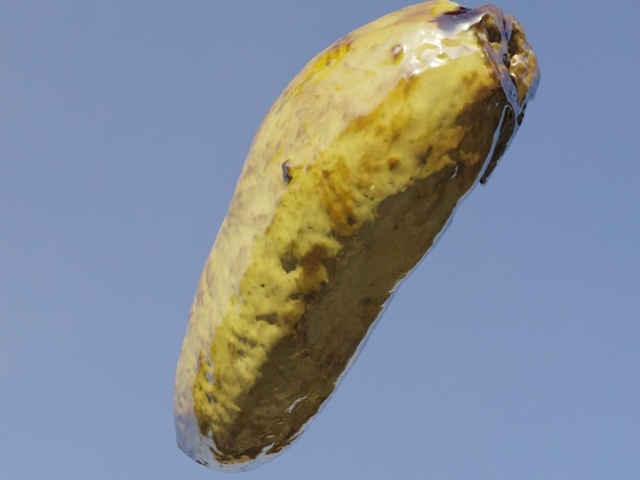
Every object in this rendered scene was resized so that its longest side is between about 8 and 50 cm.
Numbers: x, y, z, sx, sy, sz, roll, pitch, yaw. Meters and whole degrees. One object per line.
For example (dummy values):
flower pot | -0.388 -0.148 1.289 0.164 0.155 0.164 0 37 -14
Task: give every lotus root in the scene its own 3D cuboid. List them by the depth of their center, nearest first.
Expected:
lotus root | 0.000 0.000 0.621 0.097 0.110 0.258 31 -69 -1
